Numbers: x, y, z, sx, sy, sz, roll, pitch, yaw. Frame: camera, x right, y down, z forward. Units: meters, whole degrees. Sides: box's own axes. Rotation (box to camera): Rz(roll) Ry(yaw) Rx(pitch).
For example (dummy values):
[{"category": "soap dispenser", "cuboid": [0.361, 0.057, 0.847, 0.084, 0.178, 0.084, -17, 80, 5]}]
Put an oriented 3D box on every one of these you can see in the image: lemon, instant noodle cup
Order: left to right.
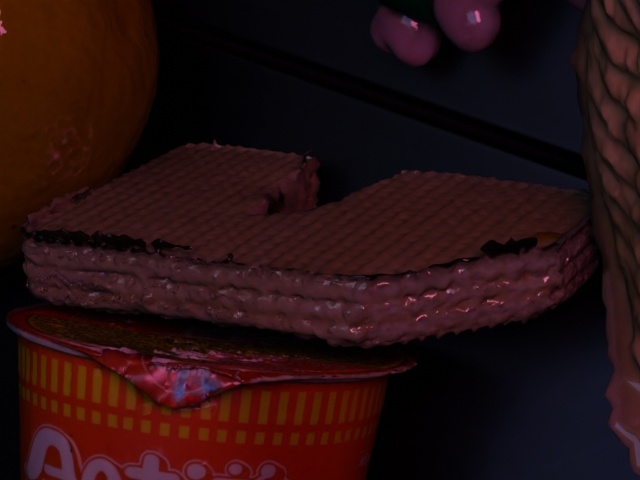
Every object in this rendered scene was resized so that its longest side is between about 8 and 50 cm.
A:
[{"category": "lemon", "cuboid": [-0.179, -0.076, 0.904, 0.184, 0.184, 0.248, 35, 110, 27]}, {"category": "instant noodle cup", "cuboid": [-0.061, 0.146, 0.820, 0.193, 0.193, 0.212, 9, 95, 28]}]

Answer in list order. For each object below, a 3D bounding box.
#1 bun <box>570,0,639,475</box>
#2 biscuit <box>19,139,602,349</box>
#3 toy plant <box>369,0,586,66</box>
[{"category": "bun", "cuboid": [0.225, -0.020, 0.617, 0.202, 0.364, 0.364, -9, 76, -9]}, {"category": "biscuit", "cuboid": [0.000, 0.000, 0.823, 0.250, 0.147, 0.046, 7, 113, 28]}, {"category": "toy plant", "cuboid": [0.079, -0.207, 0.814, 0.243, 0.112, 0.233, -11, 88, 49]}]
